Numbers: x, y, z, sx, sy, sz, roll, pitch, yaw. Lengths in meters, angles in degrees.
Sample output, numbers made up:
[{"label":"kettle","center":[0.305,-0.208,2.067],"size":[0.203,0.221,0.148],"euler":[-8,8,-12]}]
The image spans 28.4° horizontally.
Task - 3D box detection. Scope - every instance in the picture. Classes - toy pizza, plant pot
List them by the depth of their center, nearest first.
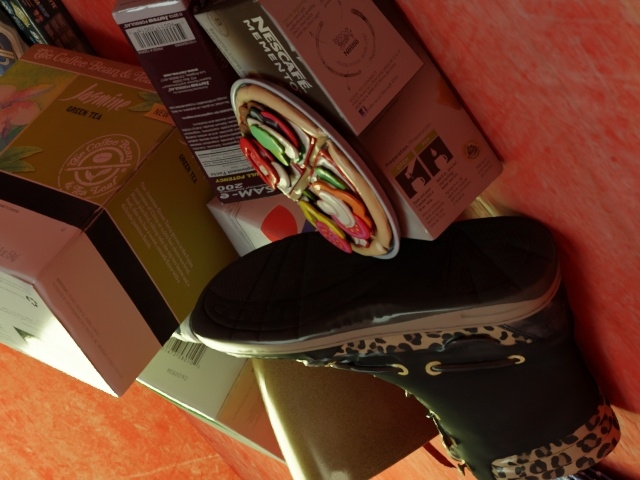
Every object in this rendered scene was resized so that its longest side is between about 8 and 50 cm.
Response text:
[{"label":"toy pizza","center":[-0.012,-0.054,1.077],"size":[0.201,0.032,0.201],"euler":[43,164,15]},{"label":"plant pot","center":[0.019,0.149,1.511],"size":[0.254,0.237,0.237],"euler":[59,163,4]}]

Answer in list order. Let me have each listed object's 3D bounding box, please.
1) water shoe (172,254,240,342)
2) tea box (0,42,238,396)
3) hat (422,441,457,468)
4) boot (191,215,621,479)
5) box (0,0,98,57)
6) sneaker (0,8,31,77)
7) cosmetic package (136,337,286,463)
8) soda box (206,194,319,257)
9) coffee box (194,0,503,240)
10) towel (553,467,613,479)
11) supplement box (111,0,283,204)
[{"label":"water shoe","center":[-0.119,0.050,1.586],"size":[0.080,0.203,0.073],"euler":[-1,122,46]},{"label":"tea box","center":[-0.296,-0.037,1.532],"size":[0.329,0.323,0.220],"euler":[17,147,36]},{"label":"hat","center":[0.081,0.183,1.709],"size":[0.173,0.183,0.209],"euler":[-140,52,-79]},{"label":"boot","center":[0.088,0.119,1.223],"size":[0.377,0.138,0.284],"euler":[-11,134,28]},{"label":"box","center":[-0.371,-0.264,1.726],"size":[0.175,0.051,0.220],"euler":[20,149,53]},{"label":"sneaker","center":[-0.436,-0.251,1.680],"size":[0.211,0.081,0.080],"euler":[47,163,2]},{"label":"cosmetic package","center":[-0.131,0.196,1.843],"size":[0.197,0.155,0.365],"euler":[23,167,24]},{"label":"soda box","center":[0.000,0.000,1.394],"size":[0.286,0.091,0.098],"euler":[25,152,48]},{"label":"coffee box","center":[0.023,-0.125,1.058],"size":[0.246,0.098,0.141],"euler":[53,161,-20]},{"label":"towel","center":[0.324,0.321,1.463],"size":[0.336,0.040,0.243],"euler":[26,155,52]},{"label":"supplement box","center":[-0.097,-0.163,1.180],"size":[0.073,0.130,0.239],"euler":[-8,136,20]}]
